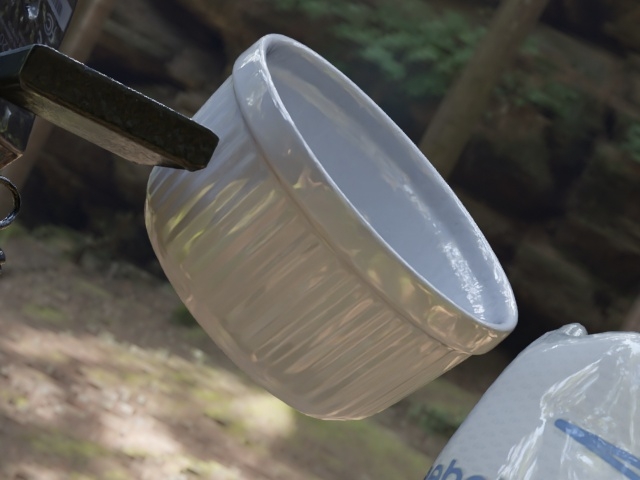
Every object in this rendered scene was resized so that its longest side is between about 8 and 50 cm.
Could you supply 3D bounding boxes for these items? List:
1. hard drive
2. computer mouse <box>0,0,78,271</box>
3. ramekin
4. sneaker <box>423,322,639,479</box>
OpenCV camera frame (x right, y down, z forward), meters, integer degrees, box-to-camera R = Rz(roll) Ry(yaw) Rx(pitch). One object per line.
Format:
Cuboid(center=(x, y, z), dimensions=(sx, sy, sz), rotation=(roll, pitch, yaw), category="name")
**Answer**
Cuboid(center=(-0.109, -0.063, 0.787), dimensions=(0.094, 0.022, 0.135), rotation=(27, -4, -18), category="hard drive")
Cuboid(center=(-0.205, -0.123, 0.931), dimensions=(0.072, 0.272, 0.188), rotation=(3, -36, 14), category="computer mouse")
Cuboid(center=(0.000, 0.000, 0.884), dimensions=(0.207, 0.109, 0.207), rotation=(44, 18, -18), category="ramekin")
Cuboid(center=(0.138, 0.124, 0.362), dimensions=(0.297, 0.129, 0.111), rotation=(31, -13, -20), category="sneaker")
